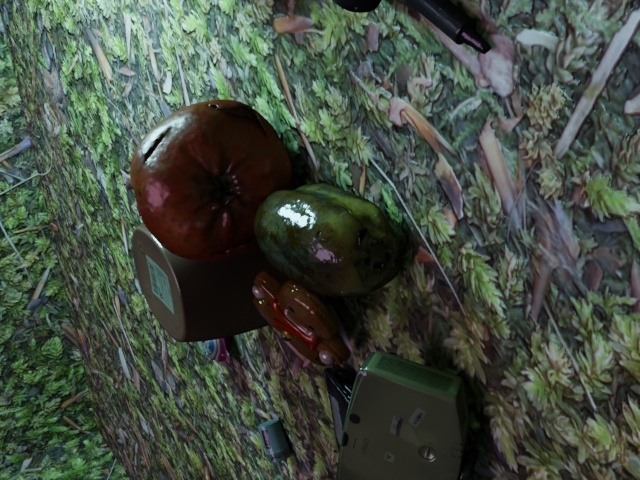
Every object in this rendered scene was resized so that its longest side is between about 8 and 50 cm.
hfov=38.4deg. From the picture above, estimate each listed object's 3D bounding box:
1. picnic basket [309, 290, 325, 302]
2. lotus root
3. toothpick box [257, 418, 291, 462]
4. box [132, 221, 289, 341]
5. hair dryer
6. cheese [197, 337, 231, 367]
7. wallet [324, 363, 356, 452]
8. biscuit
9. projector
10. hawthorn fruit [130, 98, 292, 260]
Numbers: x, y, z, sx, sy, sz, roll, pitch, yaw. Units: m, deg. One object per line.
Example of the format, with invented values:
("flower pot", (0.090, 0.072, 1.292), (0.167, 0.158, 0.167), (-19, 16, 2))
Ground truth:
("picnic basket", (-0.029, 0.093, 1.621), (0.083, 0.065, 0.083), (11, 125, 36))
("lotus root", (0.000, 0.000, 1.393), (0.275, 0.152, 0.160), (25, 135, 55))
("toothpick box", (-0.100, 0.435, 1.996), (0.052, 0.052, 0.083), (-20, 89, 64))
("box", (-0.222, 0.050, 1.783), (0.301, 0.216, 0.300), (44, 143, 45))
("hair dryer", (0.107, -0.286, 1.099), (0.255, 0.070, 0.128), (50, 148, 26))
("cheese", (-0.269, 0.189, 2.135), (0.244, 0.062, 0.155), (57, 153, 26))
("wallet", (0.093, 0.358, 1.576), (0.262, 0.071, 0.220), (36, 143, 53))
("biscuit", (-0.040, 0.137, 1.547), (0.205, 0.049, 0.324), (44, 162, -2))
("projector", (0.132, 0.302, 1.352), (0.194, 0.088, 0.269), (17, 120, 15))
("hawthorn fruit", (-0.185, -0.100, 1.585), (0.307, 0.276, 0.275), (-167, 59, -83))
